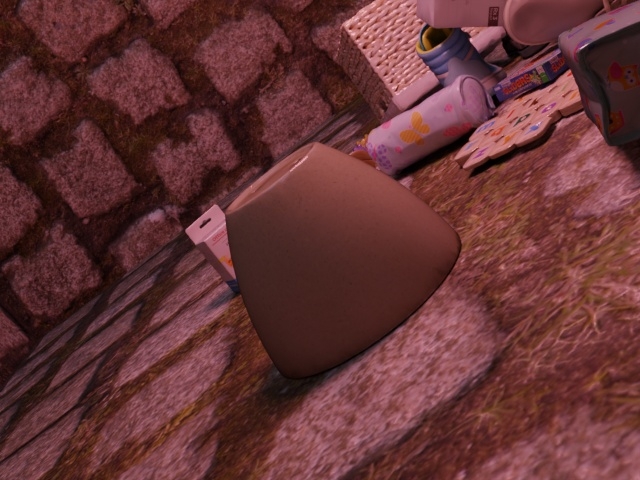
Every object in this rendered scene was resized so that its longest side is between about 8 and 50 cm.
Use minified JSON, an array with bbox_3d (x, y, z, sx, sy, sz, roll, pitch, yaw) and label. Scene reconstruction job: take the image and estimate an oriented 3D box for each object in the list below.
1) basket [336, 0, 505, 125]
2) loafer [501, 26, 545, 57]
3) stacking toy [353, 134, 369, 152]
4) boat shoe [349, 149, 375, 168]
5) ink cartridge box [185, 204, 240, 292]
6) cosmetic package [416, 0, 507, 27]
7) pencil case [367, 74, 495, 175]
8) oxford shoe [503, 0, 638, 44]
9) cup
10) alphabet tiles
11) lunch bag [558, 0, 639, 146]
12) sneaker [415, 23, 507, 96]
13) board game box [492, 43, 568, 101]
[{"bbox_3d":[0.235,-0.488,2.138,0.331,0.266,0.328,-39,-1,-3],"label":"basket"},{"bbox_3d":[0.486,-0.506,2.041,0.096,0.084,0.267,-36,12,11],"label":"loafer"},{"bbox_3d":[0.070,-0.192,2.179,0.221,0.052,0.167,-39,10,2],"label":"stacking toy"},{"bbox_3d":[0.005,-0.115,1.977,0.277,0.098,0.096,-33,9,-21],"label":"boat shoe"},{"bbox_3d":[-0.200,0.014,1.863,0.104,0.181,0.061,-44,14,-25],"label":"ink cartridge box"},{"bbox_3d":[0.396,-0.547,1.692,0.385,0.217,0.156,-4,24,-5],"label":"cosmetic package"},{"bbox_3d":[0.224,-0.234,1.729,0.273,0.113,0.124,-27,-3,38],"label":"pencil case"},{"bbox_3d":[0.556,-0.498,1.566,0.449,0.169,0.130,-22,28,14],"label":"oxford shoe"},{"bbox_3d":[0.000,0.000,1.214,0.331,0.237,0.331,-35,13,9],"label":"cup"},{"bbox_3d":[0.366,-0.216,1.470,0.284,0.021,0.278,-25,18,46],"label":"alphabet tiles"},{"bbox_3d":[0.443,-0.239,1.026,0.262,0.160,0.223,-22,13,17],"label":"lunch bag"},{"bbox_3d":[0.306,-0.402,1.859,0.127,0.208,0.319,-37,5,15],"label":"sneaker"},{"bbox_3d":[0.442,-0.341,1.618,0.201,0.035,0.136,-36,9,-31],"label":"board game box"}]
